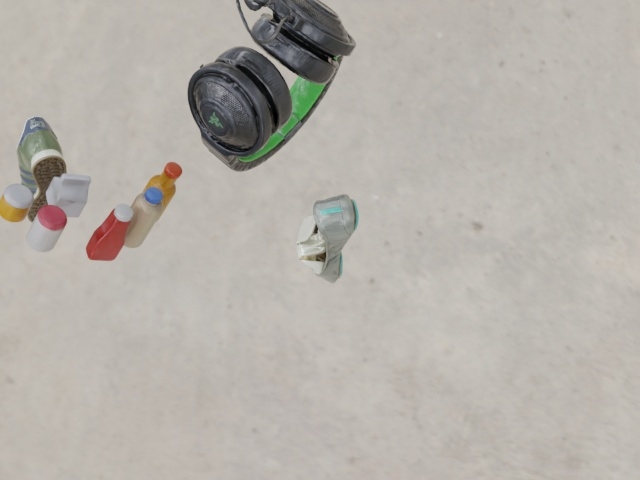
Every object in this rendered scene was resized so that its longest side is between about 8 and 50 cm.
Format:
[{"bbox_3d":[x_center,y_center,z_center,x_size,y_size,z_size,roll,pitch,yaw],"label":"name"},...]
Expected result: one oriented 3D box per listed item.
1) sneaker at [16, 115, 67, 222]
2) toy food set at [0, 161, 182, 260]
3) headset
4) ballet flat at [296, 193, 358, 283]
[{"bbox_3d":[-0.390,-0.103,1.833,0.064,0.192,0.086,-14,68,-19],"label":"sneaker"},{"bbox_3d":[-0.292,-0.048,1.712,0.104,0.232,0.111,-52,44,41],"label":"toy food set"},{"bbox_3d":[-0.083,-0.242,1.705,0.185,0.394,0.243,39,77,12],"label":"headset"},{"bbox_3d":[0.000,0.000,1.709,0.068,0.213,0.072,-10,68,-12],"label":"ballet flat"}]
